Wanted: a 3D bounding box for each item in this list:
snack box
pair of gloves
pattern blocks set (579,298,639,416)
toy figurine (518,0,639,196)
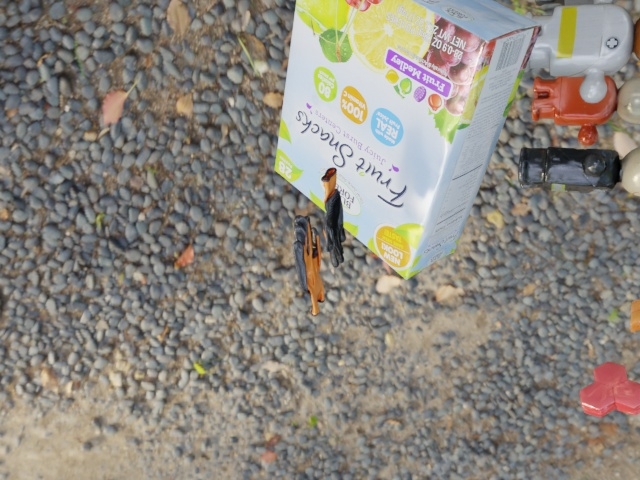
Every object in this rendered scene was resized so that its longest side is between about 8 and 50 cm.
[{"bbox_3d":[0.051,-0.102,0.525,0.070,0.174,0.207,-26,142,-34],"label":"snack box"},{"bbox_3d":[0.000,0.000,0.445,0.010,0.083,0.074,5,127,19],"label":"pair of gloves"},{"bbox_3d":[0.509,0.136,0.818,0.325,0.285,0.026,-41,126,-26],"label":"pattern blocks set"},{"bbox_3d":[0.274,-0.159,0.634,0.148,0.213,0.209,5,131,21],"label":"toy figurine"}]
